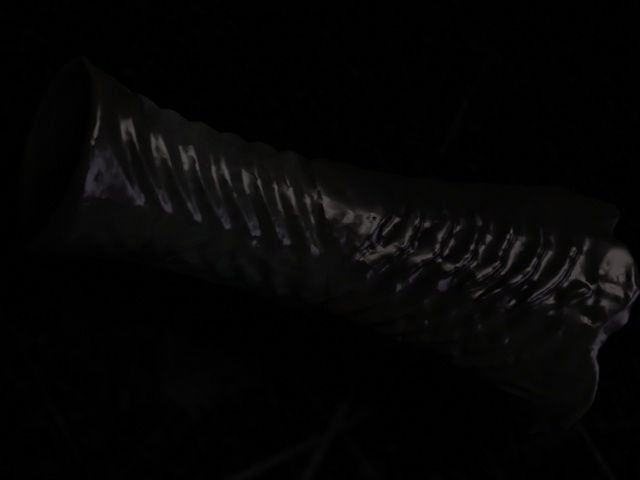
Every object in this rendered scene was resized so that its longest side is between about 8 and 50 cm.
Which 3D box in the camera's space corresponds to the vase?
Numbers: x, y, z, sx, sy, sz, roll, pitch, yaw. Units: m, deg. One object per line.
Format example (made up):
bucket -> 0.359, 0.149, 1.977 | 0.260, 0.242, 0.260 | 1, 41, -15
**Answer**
vase -> 0.000, 0.000, 0.719 | 0.237, 0.115, 0.115 | 16, 49, -26
